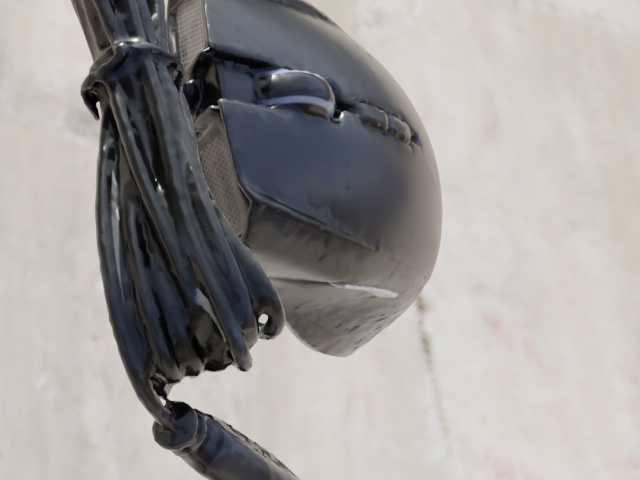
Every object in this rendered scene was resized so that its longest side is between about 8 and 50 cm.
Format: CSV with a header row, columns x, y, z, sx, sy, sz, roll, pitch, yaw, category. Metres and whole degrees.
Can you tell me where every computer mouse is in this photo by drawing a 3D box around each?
x,y,z,sx,sy,sz,roll,pitch,yaw,category
0.000,0.000,0.578,0.262,0.060,0.184,51,26,-63,computer mouse
